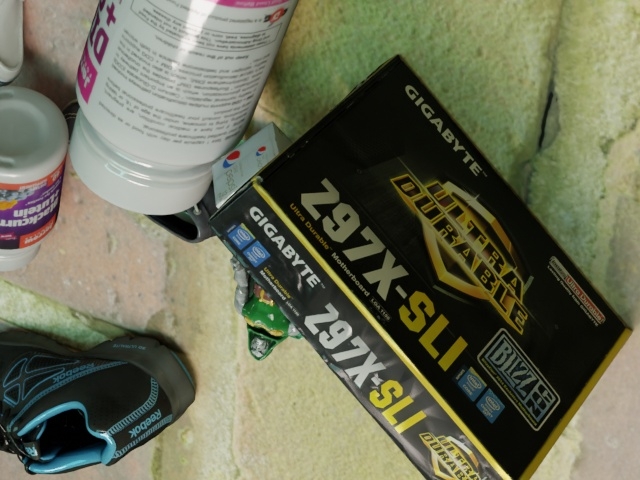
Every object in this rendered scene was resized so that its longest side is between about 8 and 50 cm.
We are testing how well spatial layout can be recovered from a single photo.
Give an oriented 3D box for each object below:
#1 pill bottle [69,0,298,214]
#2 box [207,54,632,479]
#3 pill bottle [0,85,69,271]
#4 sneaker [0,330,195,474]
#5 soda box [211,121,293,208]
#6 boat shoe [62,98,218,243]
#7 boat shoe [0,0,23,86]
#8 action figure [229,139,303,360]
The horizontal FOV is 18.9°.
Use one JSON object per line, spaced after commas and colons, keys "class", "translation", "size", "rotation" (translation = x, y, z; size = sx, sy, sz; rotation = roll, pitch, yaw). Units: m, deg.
{"class": "pill bottle", "translation": [-0.120, -0.167, 1.661], "size": [0.160, 0.160, 0.283], "rotation": [33, 130, 11]}
{"class": "box", "translation": [0.090, 0.031, 1.587], "size": [0.322, 0.257, 0.079], "rotation": [50, 132, -3]}
{"class": "pill bottle", "translation": [-0.306, -0.053, 1.872], "size": [0.108, 0.108, 0.193], "rotation": [34, 147, 10]}
{"class": "sneaker", "translation": [-0.298, 0.174, 2.001], "size": [0.341, 0.139, 0.125], "rotation": [-10, 115, 38]}
{"class": "soda box", "translation": [0.000, 0.000, 1.688], "size": [0.074, 0.069, 0.216], "rotation": [-36, 121, 15]}
{"class": "boat shoe", "translation": [-0.173, -0.066, 1.821], "size": [0.206, 0.065, 0.075], "rotation": [33, 133, 13]}
{"class": "boat shoe", "translation": [-0.311, -0.249, 1.784], "size": [0.075, 0.083, 0.226], "rotation": [2, 118, 33]}
{"class": "action figure", "translation": [-0.039, 0.023, 1.799], "size": [0.137, 0.063, 0.232], "rotation": [23, 131, 15]}
